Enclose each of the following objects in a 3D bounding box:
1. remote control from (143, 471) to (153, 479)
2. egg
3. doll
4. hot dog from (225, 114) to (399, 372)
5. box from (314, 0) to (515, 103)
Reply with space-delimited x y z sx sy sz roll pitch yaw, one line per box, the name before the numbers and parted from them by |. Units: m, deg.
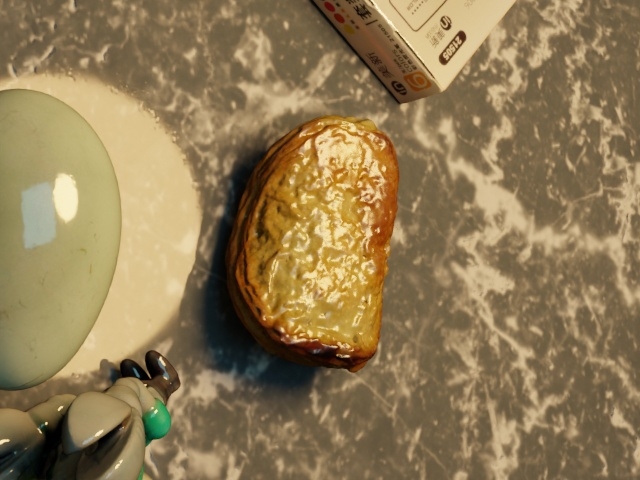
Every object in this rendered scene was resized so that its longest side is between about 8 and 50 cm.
remote control | -0.164 0.320 1.524 0.078 0.042 0.221 -16 91 -35
egg | -0.266 -0.001 1.426 0.182 0.183 0.264 3 87 -33
doll | -0.230 0.191 1.448 0.195 0.258 0.153 -34 109 12
hot dog | -0.002 0.003 1.645 0.175 0.114 0.259 18 71 -25
box | 0.115 -0.318 1.783 0.221 0.091 0.274 46 61 -20
